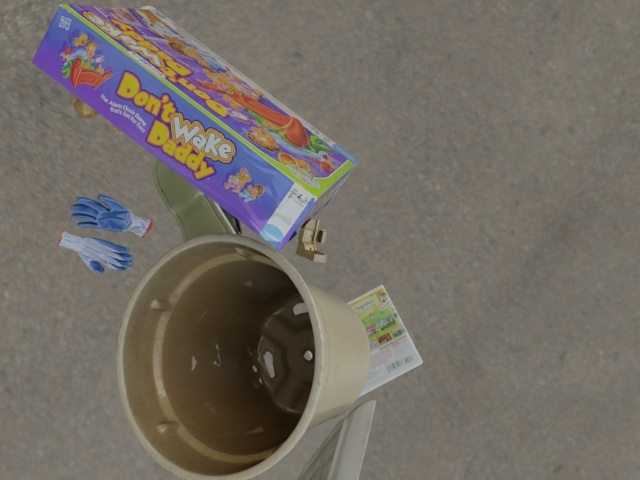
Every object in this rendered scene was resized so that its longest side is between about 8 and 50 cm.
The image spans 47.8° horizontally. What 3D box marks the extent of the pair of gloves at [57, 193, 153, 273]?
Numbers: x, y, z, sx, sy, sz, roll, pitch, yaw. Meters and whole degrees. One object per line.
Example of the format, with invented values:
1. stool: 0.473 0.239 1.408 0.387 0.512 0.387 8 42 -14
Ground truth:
1. pair of gloves: -0.435 -0.007 1.445 0.159 0.023 0.198 22 126 -21

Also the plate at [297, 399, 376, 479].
1. plate: -0.001 0.446 1.308 0.045 0.277 0.278 32 117 -1

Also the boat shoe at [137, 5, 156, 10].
1. boat shoe: -0.449 -0.442 1.599 0.227 0.081 0.079 -59 156 -24

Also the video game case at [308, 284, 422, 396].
1. video game case: 0.091 0.244 1.677 0.227 0.026 0.206 -27 89 -3

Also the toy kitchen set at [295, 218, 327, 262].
1. toy kitchen set: 0.000 0.000 1.575 0.068 0.075 0.083 6 99 -35

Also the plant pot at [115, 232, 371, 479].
1. plant pot: -0.078 0.174 1.097 0.305 0.334 0.334 17 96 -62

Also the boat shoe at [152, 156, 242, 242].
1. boat shoe: -0.194 -0.011 1.309 0.127 0.113 0.340 -32 80 20

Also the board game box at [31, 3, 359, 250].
1. board game box: -0.133 -0.150 0.883 0.347 0.233 0.078 37 111 1

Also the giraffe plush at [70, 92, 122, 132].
1. giraffe plush: -0.474 -0.338 1.724 0.181 0.210 0.170 -19 137 13
